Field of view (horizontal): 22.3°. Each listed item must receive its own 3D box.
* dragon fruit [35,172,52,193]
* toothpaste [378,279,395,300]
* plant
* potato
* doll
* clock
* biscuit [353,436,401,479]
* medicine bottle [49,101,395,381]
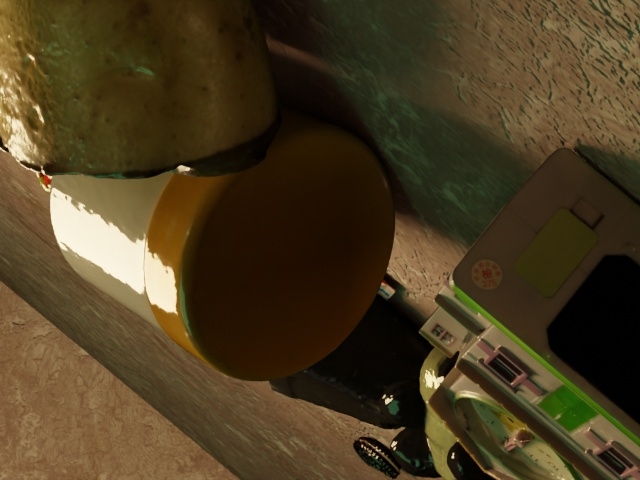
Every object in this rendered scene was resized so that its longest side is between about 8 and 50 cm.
[{"bbox_3d":[-0.240,-0.114,1.779,0.172,0.166,0.160,57,156,25],"label":"dragon fruit"},{"bbox_3d":[0.000,0.000,1.715,0.190,0.031,0.048,37,162,2],"label":"toothpaste"},{"bbox_3d":[0.004,0.104,1.789,0.256,0.142,0.164,28,163,8],"label":"plant"},{"bbox_3d":[-0.168,-0.178,1.304,0.285,0.242,0.242,35,166,53],"label":"potato"},{"bbox_3d":[0.150,0.187,1.670,0.143,0.135,0.234,39,161,33],"label":"doll"},{"bbox_3d":[0.191,0.101,1.255,0.235,0.166,0.309,40,162,5],"label":"clock"},{"bbox_3d":[0.085,0.321,2.393,0.087,0.027,0.089,37,164,20],"label":"biscuit"},{"bbox_3d":[-0.091,-0.023,1.476,0.232,0.238,0.238,29,161,44],"label":"medicine bottle"}]
